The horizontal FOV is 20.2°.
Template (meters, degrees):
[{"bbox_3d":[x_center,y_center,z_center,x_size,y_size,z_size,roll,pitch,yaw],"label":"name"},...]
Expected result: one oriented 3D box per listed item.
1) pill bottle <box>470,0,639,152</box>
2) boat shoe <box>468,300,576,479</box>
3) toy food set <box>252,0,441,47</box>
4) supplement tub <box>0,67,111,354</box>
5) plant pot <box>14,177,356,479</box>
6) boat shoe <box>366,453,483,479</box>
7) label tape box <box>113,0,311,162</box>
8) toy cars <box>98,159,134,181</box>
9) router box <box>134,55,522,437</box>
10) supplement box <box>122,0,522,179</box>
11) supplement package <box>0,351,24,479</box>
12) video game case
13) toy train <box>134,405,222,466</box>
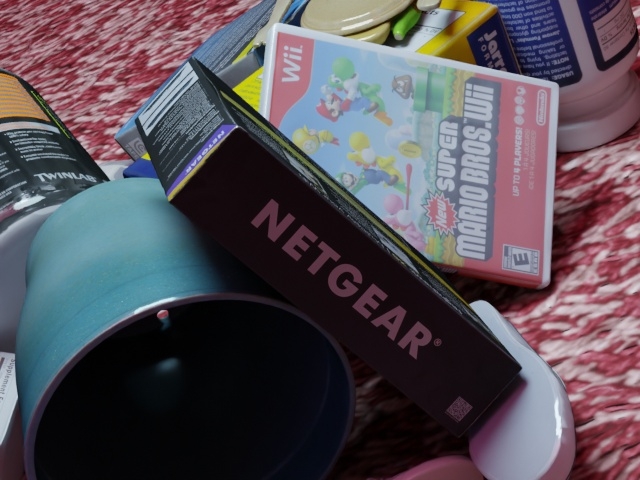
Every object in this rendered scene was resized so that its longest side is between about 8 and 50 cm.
[{"bbox_3d":[0.234,-0.231,1.814,0.153,0.264,0.153,-17,29,10],"label":"pill bottle"},{"bbox_3d":[0.167,0.135,1.449,0.095,0.084,0.258,-44,24,15],"label":"boat shoe"},{"bbox_3d":[0.039,-0.223,1.771,0.192,0.038,0.132,-9,31,21],"label":"toy food set"},{"bbox_3d":[-0.325,-0.041,1.789,0.207,0.207,0.338,-31,44,-12],"label":"supplement tub"},{"bbox_3d":[-0.140,0.085,1.521,0.272,0.271,0.255,-26,39,-4],"label":"plant pot"},{"bbox_3d":[0.041,0.220,1.435,0.184,0.066,0.063,-36,31,-1],"label":"boat shoe"},{"bbox_3d":[-0.049,-0.201,2.015,0.334,0.106,0.240,-27,19,46],"label":"label tape box"},{"bbox_3d":[-0.347,0.001,2.033,0.394,0.087,0.176,-31,30,-12],"label":"toy cars"},{"bbox_3d":[0.000,0.000,1.451,0.081,0.309,0.243,-48,20,5],"label":"router box"},{"bbox_3d":[0.022,-0.073,1.781,0.356,0.195,0.194,-39,33,-24],"label":"supplement box"},{"bbox_3d":[-0.398,0.177,1.642,0.244,0.139,0.134,8,34,0],"label":"supplement package"},{"bbox_3d":[0.081,-0.076,1.644,0.025,0.285,0.204,136,142,-66],"label":"video game case"},{"bbox_3d":[-0.153,0.217,1.595,0.166,0.046,0.125,-25,52,-21],"label":"toy train"}]
